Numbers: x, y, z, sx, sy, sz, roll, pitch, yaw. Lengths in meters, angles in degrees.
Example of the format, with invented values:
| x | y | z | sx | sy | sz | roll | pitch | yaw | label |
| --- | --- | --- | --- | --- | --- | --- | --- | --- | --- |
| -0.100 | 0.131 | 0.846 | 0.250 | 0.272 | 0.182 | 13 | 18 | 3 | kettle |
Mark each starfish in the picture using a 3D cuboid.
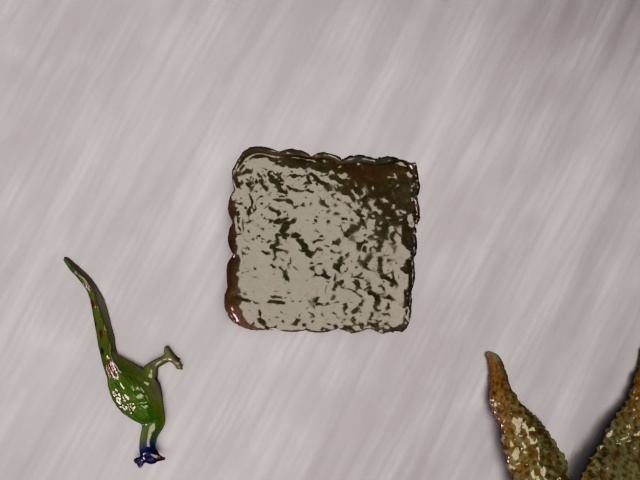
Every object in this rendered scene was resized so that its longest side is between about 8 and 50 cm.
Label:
| x | y | z | sx | sy | sz | roll | pitch | yaw | label |
| --- | --- | --- | --- | --- | --- | --- | --- | --- | --- |
| 0.228 | 0.280 | 1.654 | 0.347 | 0.078 | 0.358 | -33 | 91 | -1 | starfish |

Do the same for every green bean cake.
| x | y | z | sx | sy | sz | roll | pitch | yaw | label |
| --- | --- | --- | --- | --- | --- | --- | --- | --- | --- |
| 0.000 | 0.000 | 1.631 | 0.181 | 0.094 | 0.173 | 1 | 89 | -4 | green bean cake |

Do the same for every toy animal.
| x | y | z | sx | sy | sz | roll | pitch | yaw | label |
| --- | --- | --- | --- | --- | --- | --- | --- | --- | --- |
| -0.177 | 0.105 | 1.647 | 0.075 | 0.041 | 0.217 | -20 | 86 | -2 | toy animal |
